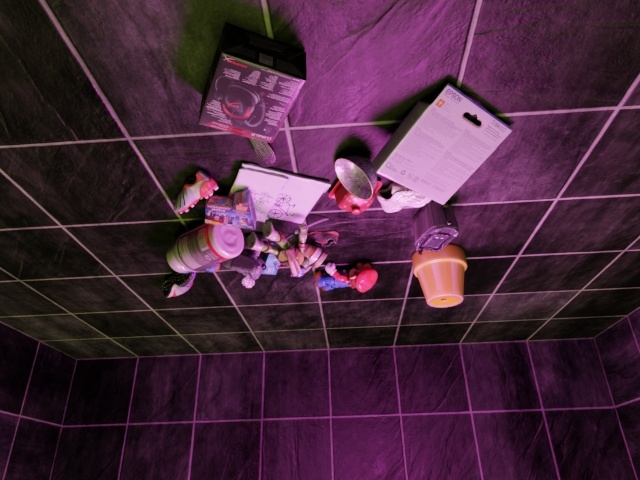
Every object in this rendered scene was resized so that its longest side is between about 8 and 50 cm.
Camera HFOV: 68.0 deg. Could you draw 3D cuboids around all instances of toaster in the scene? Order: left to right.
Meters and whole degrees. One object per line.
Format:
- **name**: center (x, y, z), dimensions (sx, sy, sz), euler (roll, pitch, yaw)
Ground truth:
- **toaster**: center (0.450, -0.052, 1.890), dimensions (0.129, 0.146, 0.227), euler (7, 150, -14)

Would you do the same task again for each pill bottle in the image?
- **pill bottle**: center (-0.486, 0.029, 1.963), dimensions (0.319, 0.176, 0.176), euler (-20, 146, 31)

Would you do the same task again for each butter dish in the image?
- **butter dish**: center (0.128, -0.149, 1.725), dimensions (0.160, 0.118, 0.160), euler (10, 149, -20)

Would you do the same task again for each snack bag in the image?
- **snack bag**: center (-0.172, -0.157, 1.784), dimensions (0.343, 0.037, 0.323), euler (10, 149, -21)

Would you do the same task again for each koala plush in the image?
- **koala plush**: center (-0.319, 0.094, 2.101), dimensions (0.203, 0.196, 0.221), euler (4, 154, 14)

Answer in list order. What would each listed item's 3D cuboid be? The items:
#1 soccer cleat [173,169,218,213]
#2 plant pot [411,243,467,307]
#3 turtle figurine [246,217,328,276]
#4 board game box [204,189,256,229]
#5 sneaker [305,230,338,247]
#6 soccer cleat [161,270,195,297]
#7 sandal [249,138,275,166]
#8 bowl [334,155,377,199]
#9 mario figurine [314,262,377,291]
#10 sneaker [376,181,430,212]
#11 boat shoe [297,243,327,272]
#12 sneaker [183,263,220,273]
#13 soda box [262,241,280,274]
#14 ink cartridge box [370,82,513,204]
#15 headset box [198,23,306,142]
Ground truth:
- **soccer cleat**: center (-0.467, -0.175, 1.712), dimensions (0.248, 0.083, 0.095), euler (-21, 115, 41)
- **plant pot**: center (0.565, 0.175, 2.222), dimensions (0.254, 0.239, 0.254), euler (0, 152, 0)
- **turtle figurine**: center (-0.149, -0.008, 1.901), dimensions (0.198, 0.274, 0.266), euler (4, 163, 45)
- **board game box**: center (-0.322, -0.120, 1.749), dimensions (0.194, 0.060, 0.194), euler (8, 150, -12)
- **sneaker**: center (0.000, 0.000, 2.049), dimensions (0.158, 0.064, 0.061), euler (-10, 150, 14)
- **soccer cleat**: center (-0.680, 0.197, 2.364), dimensions (0.116, 0.108, 0.318), euler (-4, 158, -42)
- **sandal**: center (-0.189, -0.310, 1.507), dimensions (0.067, 0.040, 0.179), euler (-13, 136, 9)
- **bowl**: center (0.136, -0.227, 1.593), dimensions (0.080, 0.170, 0.170), euler (-42, 159, -19)
- **mario figurine**: center (0.136, 0.166, 2.351), dimensions (0.321, 0.170, 0.198), euler (-8, -171, 33)
- **sneaker**: center (0.309, -0.174, 1.725), dimensions (0.232, 0.090, 0.115), euler (-19, 143, 28)
- **boat shoe**: center (-0.064, 0.071, 2.132), dimensions (0.103, 0.113, 0.302), euler (39, 158, -8)
- **sneaker**: center (-0.568, 0.091, 2.136), dimensions (0.221, 0.083, 0.087), euler (-3, 139, -9)
- **soda box**: center (-0.221, 0.086, 2.196), dimensions (0.071, 0.067, 0.210), euler (6, 151, -14)
- **ink cartridge box**: center (0.378, -0.294, 1.482), dimensions (0.324, 0.071, 0.330), euler (20, 121, -34)
- **headset box**: center (-0.192, -0.394, 1.266), dimensions (0.218, 0.110, 0.293), euler (11, 149, -21)
